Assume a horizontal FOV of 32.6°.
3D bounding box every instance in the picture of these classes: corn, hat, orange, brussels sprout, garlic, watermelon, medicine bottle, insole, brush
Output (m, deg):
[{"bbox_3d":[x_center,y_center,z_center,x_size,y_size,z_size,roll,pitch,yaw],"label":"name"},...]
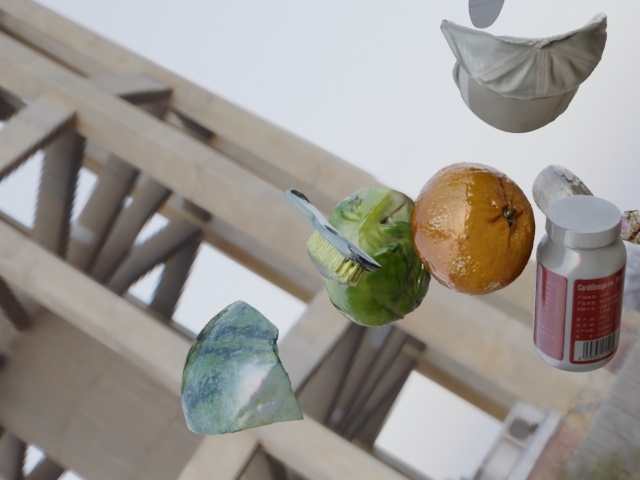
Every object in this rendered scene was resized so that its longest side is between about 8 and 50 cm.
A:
[{"bbox_3d":[0.742,-0.017,2.252,0.092,0.281,0.092,-175,90,-71],"label":"corn"},{"bbox_3d":[0.273,-0.207,1.461,0.164,0.220,0.226,-91,-4,-50],"label":"hat"},{"bbox_3d":[0.220,-0.019,1.555,0.161,0.193,0.193,-32,8,43],"label":"orange"},{"bbox_3d":[0.081,0.028,1.742,0.223,0.161,0.223,15,-111,-46],"label":"brussels sprout"},{"bbox_3d":[0.470,-0.081,2.094,0.101,0.195,0.087,-3,-53,-33],"label":"garlic"},{"bbox_3d":[-0.138,0.241,1.969,0.260,0.176,0.256,-2,65,68],"label":"watermelon"},{"bbox_3d":[0.383,0.066,1.622,0.131,0.131,0.250,-44,-41,-46],"label":"medicine bottle"},{"bbox_3d":[0.237,-0.370,1.547,0.002,0.053,0.152,42,-129,-69],"label":"insole"},{"bbox_3d":[0.000,0.000,1.492,0.060,0.068,0.297,-57,26,7],"label":"brush"}]
